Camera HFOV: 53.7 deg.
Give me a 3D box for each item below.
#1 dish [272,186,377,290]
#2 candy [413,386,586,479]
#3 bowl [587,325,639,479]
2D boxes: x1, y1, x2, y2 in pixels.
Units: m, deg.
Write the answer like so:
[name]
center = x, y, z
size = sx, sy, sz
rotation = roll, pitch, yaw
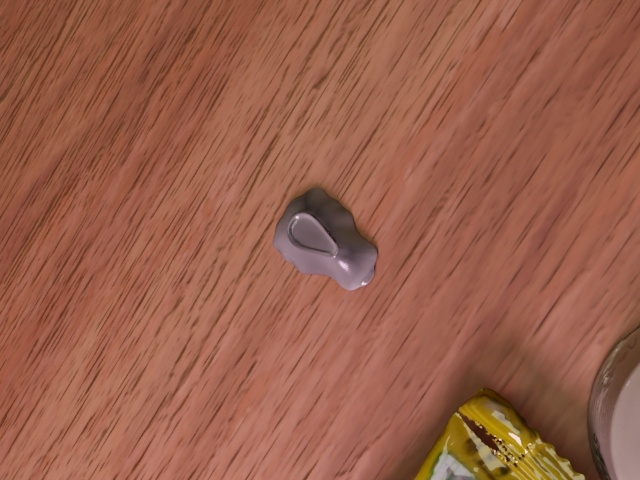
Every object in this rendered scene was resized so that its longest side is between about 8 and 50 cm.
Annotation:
[dish]
center = 0.000, 0.000, 0.696
size = 0.137, 0.039, 0.091
rotation = 38, 97, 26
[candy]
center = 0.120, 0.290, 0.569
size = 0.187, 0.081, 0.297
rotation = 45, 111, 25
[bowl]
center = 0.326, 0.159, 0.475
size = 0.238, 0.126, 0.237
rotation = -4, 81, 25
